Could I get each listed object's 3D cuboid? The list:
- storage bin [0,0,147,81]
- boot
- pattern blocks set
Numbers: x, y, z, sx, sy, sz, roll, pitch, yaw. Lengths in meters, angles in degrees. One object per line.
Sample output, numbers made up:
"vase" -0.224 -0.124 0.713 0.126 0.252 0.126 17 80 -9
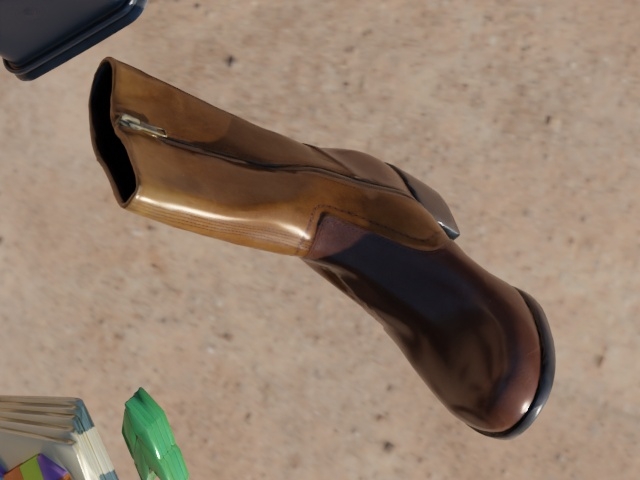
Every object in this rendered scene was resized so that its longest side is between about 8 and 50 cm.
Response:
"storage bin" -0.208 -0.192 1.203 0.091 0.135 0.098 23 49 -54
"boot" 0.000 0.000 1.049 0.280 0.264 0.096 22 122 -36
"pattern blocks set" -0.193 0.164 1.059 0.026 0.325 0.285 -41 109 -44
